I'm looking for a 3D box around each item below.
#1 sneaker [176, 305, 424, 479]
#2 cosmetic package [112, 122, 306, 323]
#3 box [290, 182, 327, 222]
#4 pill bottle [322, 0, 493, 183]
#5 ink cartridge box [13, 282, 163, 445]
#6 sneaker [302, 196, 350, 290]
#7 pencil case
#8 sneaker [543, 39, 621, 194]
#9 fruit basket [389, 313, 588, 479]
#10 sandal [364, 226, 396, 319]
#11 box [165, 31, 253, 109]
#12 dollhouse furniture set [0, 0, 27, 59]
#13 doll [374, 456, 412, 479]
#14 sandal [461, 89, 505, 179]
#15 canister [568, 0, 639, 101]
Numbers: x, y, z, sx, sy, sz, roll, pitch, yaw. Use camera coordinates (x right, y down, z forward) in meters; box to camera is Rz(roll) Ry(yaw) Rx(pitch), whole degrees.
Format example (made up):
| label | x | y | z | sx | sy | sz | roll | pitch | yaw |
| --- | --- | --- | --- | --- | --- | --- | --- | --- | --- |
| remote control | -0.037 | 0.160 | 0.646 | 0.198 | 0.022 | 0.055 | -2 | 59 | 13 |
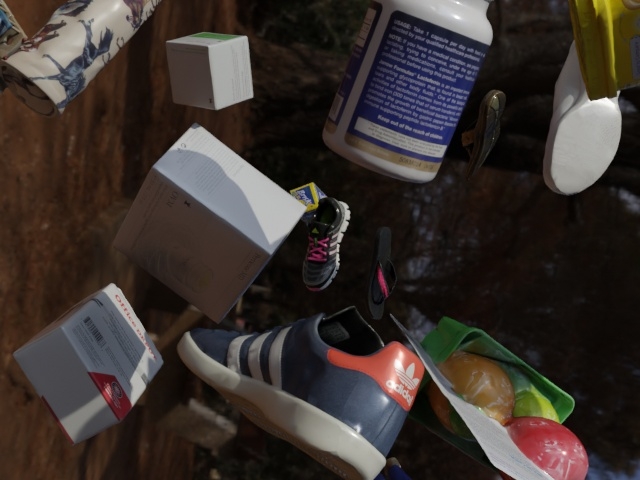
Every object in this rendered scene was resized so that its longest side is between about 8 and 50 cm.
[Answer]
| label | x | y | z | sx | sy | sz | roll | pitch | yaw |
| --- | --- | --- | --- | --- | --- | --- | --- | --- | --- |
| sneaker | -0.023 | 0.130 | 0.909 | 0.350 | 0.131 | 0.148 | 16 | -115 | 52 |
| cosmetic package | -0.182 | -0.021 | 1.377 | 0.224 | 0.224 | 0.138 | -51 | -175 | 46 |
| box | -0.010 | -0.066 | 1.796 | 0.169 | 0.054 | 0.059 | 37 | 35 | -71 |
| pill bottle | 0.114 | -0.215 | 1.031 | 0.153 | 0.153 | 0.265 | -93 | -157 | -72 |
| ink cartridge box | -0.418 | 0.220 | 1.590 | 0.197 | 0.114 | 0.273 | 60 | 12 | -9 |
| sneaker | 0.000 | 0.000 | 1.458 | 0.075 | 0.063 | 0.171 | 44 | 59 | -56 |
| pencil case | -0.521 | -0.454 | 1.865 | 0.410 | 0.183 | 0.160 | -54 | 147 | -17 |
| sneaker | 0.303 | -0.152 | 1.011 | 0.094 | 0.080 | 0.212 | 176 | -67 | -74 |
| fruit basket | 0.248 | 0.265 | 1.136 | 0.165 | 0.327 | 0.353 | -48 | -153 | 13 |
| sandal | 0.118 | 0.064 | 1.603 | 0.067 | 0.040 | 0.179 | -13 | 111 | -61 |
| box | -0.172 | -0.265 | 1.334 | 0.087 | 0.101 | 0.102 | -30 | 125 | -44 |
| dollhouse furniture set | -0.590 | -0.459 | 1.590 | 0.183 | 0.129 | 0.129 | -41 | 157 | 8 |
| doll | 0.140 | 0.423 | 1.345 | 0.189 | 0.129 | 0.046 | -125 | -159 | -52 |
| sandal | 0.305 | -0.210 | 1.668 | 0.090 | 0.060 | 0.219 | -48 | 156 | -26 |
| canister | 0.297 | -0.191 | 0.704 | 0.126 | 0.169 | 0.073 | 60 | 23 | -48 |
